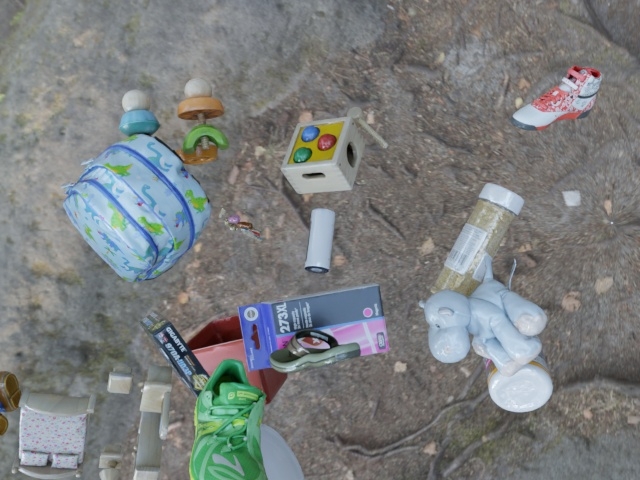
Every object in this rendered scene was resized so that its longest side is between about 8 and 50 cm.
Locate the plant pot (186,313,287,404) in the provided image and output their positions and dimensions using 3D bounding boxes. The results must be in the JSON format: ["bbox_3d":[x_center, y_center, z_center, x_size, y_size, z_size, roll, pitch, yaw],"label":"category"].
[{"bbox_3d":[-0.244,0.378,1.896,0.267,0.267,0.235,-15,101,20],"label":"plant pot"}]

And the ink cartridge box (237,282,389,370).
[{"bbox_3d":[-0.017,0.226,1.573,0.371,0.069,0.175,-9,92,-2],"label":"ink cartridge box"}]

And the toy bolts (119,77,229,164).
[{"bbox_3d":[-0.335,-0.263,1.377,0.229,0.218,0.158,-9,88,-13],"label":"toy bolts"}]

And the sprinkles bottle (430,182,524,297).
[{"bbox_3d":[0.445,0.016,1.741,0.121,0.121,0.355,29,94,22],"label":"sprinkles bottle"}]

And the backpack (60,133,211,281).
[{"bbox_3d":[-0.361,-0.060,1.206,0.356,0.273,0.290,-24,105,44],"label":"backpack"}]

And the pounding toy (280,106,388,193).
[{"bbox_3d":[0.039,-0.208,1.239,0.181,0.094,0.206,-2,55,29],"label":"pounding toy"}]

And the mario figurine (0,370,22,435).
[{"bbox_3d":[-0.756,0.310,1.147,0.321,0.198,0.170,-8,87,5],"label":"mario figurine"}]

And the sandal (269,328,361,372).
[{"bbox_3d":[-0.015,0.242,1.391,0.303,0.120,0.086,-23,83,53],"label":"sandal"}]

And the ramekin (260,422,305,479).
[{"bbox_3d":[-0.157,0.555,1.357,0.127,0.273,0.272,-33,78,19],"label":"ramekin"}]

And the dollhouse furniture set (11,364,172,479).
[{"bbox_3d":[-0.488,0.387,1.175,0.356,0.173,0.303,10,122,-16],"label":"dollhouse furniture set"}]

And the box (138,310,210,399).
[{"bbox_3d":[-0.323,0.249,1.356,0.051,0.220,0.175,-36,103,-19],"label":"box"}]

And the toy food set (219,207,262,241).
[{"bbox_3d":[-0.195,-0.034,1.499,0.122,0.078,0.019,28,63,-5],"label":"toy food set"}]

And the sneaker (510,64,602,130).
[{"bbox_3d":[0.633,-0.389,1.633,0.090,0.270,0.144,55,151,40],"label":"sneaker"}]

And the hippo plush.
[{"bbox_3d":[0.382,0.191,1.477,0.234,0.237,0.294,-177,87,-68],"label":"hippo plush"}]

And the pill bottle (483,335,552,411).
[{"bbox_3d":[0.530,0.320,1.678,0.162,0.278,0.162,3,120,5],"label":"pill bottle"}]

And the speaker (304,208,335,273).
[{"bbox_3d":[0.000,0.000,1.336,0.055,0.055,0.136,-2,70,26],"label":"speaker"}]

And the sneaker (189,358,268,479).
[{"bbox_3d":[-0.139,0.283,0.925,0.295,0.110,0.123,-126,50,-61],"label":"sneaker"}]
